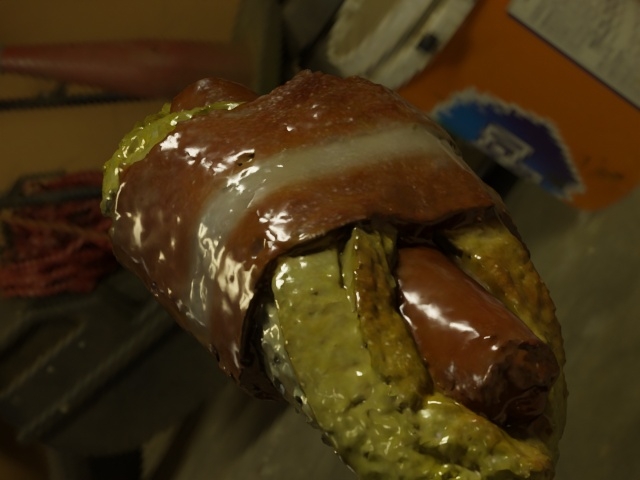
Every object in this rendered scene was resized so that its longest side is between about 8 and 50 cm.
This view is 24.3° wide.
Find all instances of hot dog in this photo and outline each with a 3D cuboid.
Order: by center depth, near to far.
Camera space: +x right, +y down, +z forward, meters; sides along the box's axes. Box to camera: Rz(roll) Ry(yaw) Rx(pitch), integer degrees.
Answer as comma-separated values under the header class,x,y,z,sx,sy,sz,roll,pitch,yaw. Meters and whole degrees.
class,x,y,z,sx,sy,sz,roll,pitch,yaw
hot dog,0.003,-0.005,0.504,0.261,0.123,0.093,38,127,42
